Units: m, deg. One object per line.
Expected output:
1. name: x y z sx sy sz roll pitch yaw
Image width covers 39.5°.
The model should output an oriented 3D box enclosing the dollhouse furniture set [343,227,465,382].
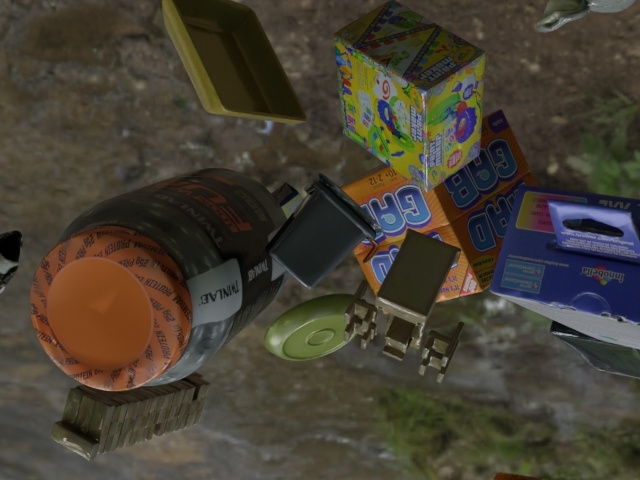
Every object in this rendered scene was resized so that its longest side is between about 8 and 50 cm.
1. dollhouse furniture set: 0.175 0.120 1.702 0.212 0.161 0.242 22 150 13

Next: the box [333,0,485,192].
1. box: 0.192 -0.312 1.933 0.177 0.279 0.290 -35 144 -21

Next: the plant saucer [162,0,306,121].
1. plant saucer: -0.207 -0.399 2.011 0.081 0.332 0.333 -33 165 28

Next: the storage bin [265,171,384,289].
1. storage bin: 0.000 0.000 0.882 0.098 0.091 0.135 42 178 -5

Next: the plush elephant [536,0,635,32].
1. plush elephant: 0.446 -0.482 1.466 0.272 0.255 0.330 -28 123 9

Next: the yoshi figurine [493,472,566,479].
1. yoshi figurine: 0.382 0.631 1.694 0.203 0.362 0.203 9 166 0

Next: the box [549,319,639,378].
1. box: 0.638 0.111 1.826 0.183 0.294 0.296 10 165 39

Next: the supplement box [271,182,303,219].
1. supplement box: -0.060 -0.064 1.837 0.056 0.083 0.083 -36 114 -6

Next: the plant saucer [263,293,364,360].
1. plant saucer: -0.005 0.200 1.953 0.241 0.037 0.241 -17 148 -11

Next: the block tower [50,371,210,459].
1. block tower: -0.324 0.298 1.593 0.091 0.097 0.335 20 -170 24

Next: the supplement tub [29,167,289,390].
1. supplement tub: -0.158 0.034 0.950 0.194 0.193 0.316 -11 -171 16

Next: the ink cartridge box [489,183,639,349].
1. ink cartridge box: 0.397 0.049 1.088 0.270 0.151 0.395 12 175 42

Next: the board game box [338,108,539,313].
1. board game box: 0.311 -0.069 2.283 0.357 0.356 0.356 -30 -173 -38

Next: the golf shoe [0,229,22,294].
1. golf shoe: -0.545 0.061 1.450 0.077 0.198 0.094 31 141 -25
